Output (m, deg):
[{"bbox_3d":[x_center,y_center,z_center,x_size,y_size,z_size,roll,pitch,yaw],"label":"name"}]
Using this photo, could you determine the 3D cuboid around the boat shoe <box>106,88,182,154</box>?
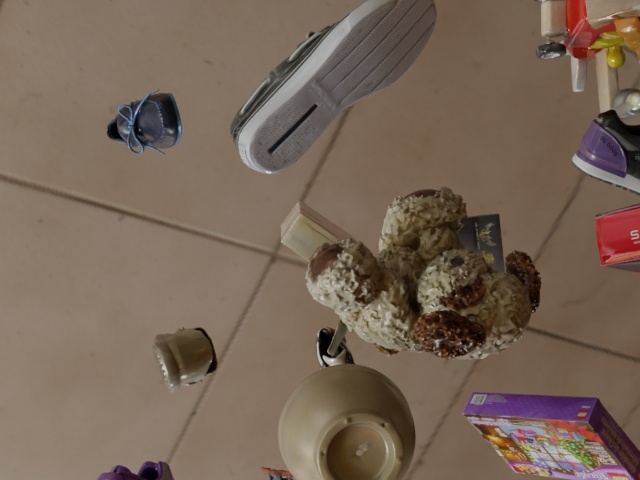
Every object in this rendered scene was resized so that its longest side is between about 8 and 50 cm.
[{"bbox_3d":[-0.305,-0.188,1.706,0.089,0.258,0.109,-12,88,-24],"label":"boat shoe"}]

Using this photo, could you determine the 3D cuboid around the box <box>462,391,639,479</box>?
[{"bbox_3d":[0.434,0.368,1.859,0.201,0.293,0.057,47,59,-25],"label":"box"}]

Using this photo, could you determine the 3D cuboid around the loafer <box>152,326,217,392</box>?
[{"bbox_3d":[-0.214,0.190,1.610,0.092,0.268,0.102,-16,91,-8],"label":"loafer"}]

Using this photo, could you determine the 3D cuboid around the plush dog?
[{"bbox_3d":[0.141,0.076,1.197,0.262,0.225,0.211,-31,123,-40],"label":"plush dog"}]

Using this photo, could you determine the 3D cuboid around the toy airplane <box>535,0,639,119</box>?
[{"bbox_3d":[0.608,-0.439,2.090,0.272,0.384,0.386,-5,131,21],"label":"toy airplane"}]

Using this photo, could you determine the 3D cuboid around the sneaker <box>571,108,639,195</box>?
[{"bbox_3d":[0.589,-0.136,1.719,0.283,0.107,0.124,18,113,-7],"label":"sneaker"}]

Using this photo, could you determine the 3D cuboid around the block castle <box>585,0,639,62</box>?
[{"bbox_3d":[0.324,-0.322,0.803,0.453,0.302,0.213,17,65,-53],"label":"block castle"}]

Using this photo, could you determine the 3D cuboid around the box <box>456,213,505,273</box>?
[{"bbox_3d":[0.274,0.072,1.964,0.183,0.231,0.056,-6,170,10],"label":"box"}]

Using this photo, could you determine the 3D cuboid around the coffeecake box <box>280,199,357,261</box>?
[{"bbox_3d":[0.000,0.000,1.892,0.142,0.185,0.068,35,97,-7],"label":"coffeecake box"}]

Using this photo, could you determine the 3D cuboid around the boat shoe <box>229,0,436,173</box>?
[{"bbox_3d":[0.004,-0.236,1.353,0.335,0.119,0.121,-40,132,-4],"label":"boat shoe"}]

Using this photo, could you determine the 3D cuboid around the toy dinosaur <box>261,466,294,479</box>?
[{"bbox_3d":[-0.063,0.379,1.611,0.047,0.082,0.090,1,118,-47],"label":"toy dinosaur"}]

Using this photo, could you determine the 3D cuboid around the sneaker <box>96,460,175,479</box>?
[{"bbox_3d":[-0.266,0.339,1.243,0.236,0.095,0.105,-11,92,-49],"label":"sneaker"}]

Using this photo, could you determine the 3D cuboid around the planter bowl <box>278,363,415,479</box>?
[{"bbox_3d":[0.036,0.229,1.129,0.162,0.109,0.162,0,94,-7],"label":"planter bowl"}]

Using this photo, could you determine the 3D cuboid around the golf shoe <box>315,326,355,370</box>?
[{"bbox_3d":[0.036,0.245,1.784,0.077,0.198,0.094,-27,158,1],"label":"golf shoe"}]

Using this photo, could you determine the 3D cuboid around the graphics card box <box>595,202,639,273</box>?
[{"bbox_3d":[0.645,0.005,1.590,0.370,0.232,0.094,9,73,-39],"label":"graphics card box"}]
